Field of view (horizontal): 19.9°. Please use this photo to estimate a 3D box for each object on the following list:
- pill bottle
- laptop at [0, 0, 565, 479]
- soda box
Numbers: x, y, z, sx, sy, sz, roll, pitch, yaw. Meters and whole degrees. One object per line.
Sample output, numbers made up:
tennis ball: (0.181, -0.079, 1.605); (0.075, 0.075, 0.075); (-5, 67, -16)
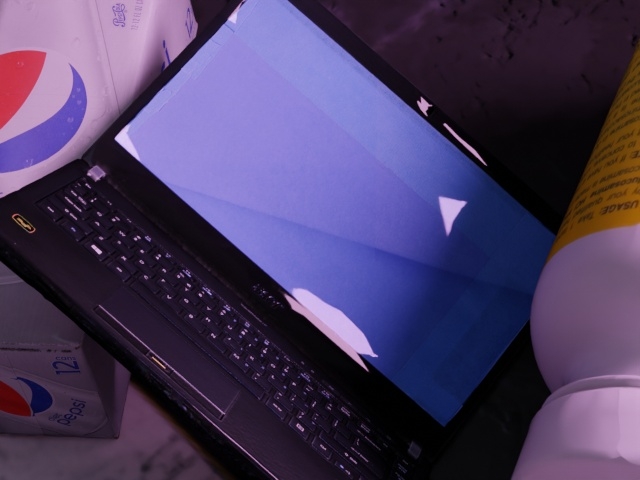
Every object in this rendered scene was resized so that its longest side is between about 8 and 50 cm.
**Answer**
pill bottle: (0.209, 0.001, 0.848); (0.187, 0.188, 0.334); (17, 60, 18)
laptop: (0.000, 0.000, 0.850); (0.234, 0.264, 0.136); (41, 103, -1)
soda box: (-0.136, -0.042, 0.976); (0.091, 0.098, 0.286); (2, 56, 8)
